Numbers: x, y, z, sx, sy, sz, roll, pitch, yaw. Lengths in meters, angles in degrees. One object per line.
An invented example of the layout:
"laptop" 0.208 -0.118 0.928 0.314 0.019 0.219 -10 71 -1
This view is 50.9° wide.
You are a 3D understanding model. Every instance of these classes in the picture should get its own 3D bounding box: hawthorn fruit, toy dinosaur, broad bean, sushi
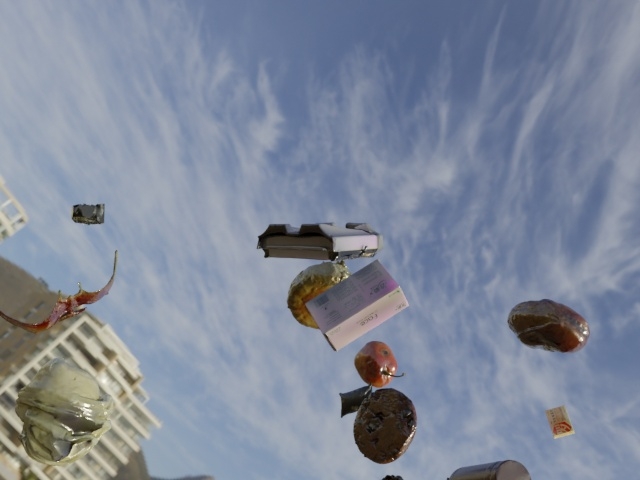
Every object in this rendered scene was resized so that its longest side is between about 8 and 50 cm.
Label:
"hawthorn fruit" 0.232 0.468 2.416 0.165 0.165 0.285 58 -15 -23
"toy dinosaur" -0.702 0.142 1.871 0.113 0.327 0.206 54 -5 11
"broad bean" 0.617 0.234 1.833 0.156 0.122 0.228 51 -23 -24
"sushi" -0.656 -0.072 1.892 0.085 0.083 0.056 -15 -105 62

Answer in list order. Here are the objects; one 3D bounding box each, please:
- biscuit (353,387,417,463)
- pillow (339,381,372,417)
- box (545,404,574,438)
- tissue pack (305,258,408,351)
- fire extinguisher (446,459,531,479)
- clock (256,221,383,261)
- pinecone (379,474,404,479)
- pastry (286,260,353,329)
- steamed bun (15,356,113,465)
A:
"biscuit" 0.164 0.472 1.720 0.192 0.192 0.049 14 -15 43
"pillow" 0.130 0.569 2.400 0.150 0.090 0.048 -27 -58 27
"box" 0.669 0.507 1.883 0.058 0.093 0.015 -19 -59 14
"tissue pack" 0.101 0.181 1.867 0.092 0.246 0.148 61 -4 -38
"fire extinguisher" 0.454 0.690 1.876 0.135 0.114 0.337 38 -29 -2
"clock" 0.000 0.000 1.561 0.253 0.186 0.083 2 -86 41
"pinecone" 0.219 0.790 2.067 0.140 0.121 0.140 -6 -99 43
"pastry" 0.008 0.176 2.196 0.236 0.257 0.120 45 19 -34
"steamed bun" -0.751 0.524 1.973 0.206 0.275 0.320 33 -26 59
